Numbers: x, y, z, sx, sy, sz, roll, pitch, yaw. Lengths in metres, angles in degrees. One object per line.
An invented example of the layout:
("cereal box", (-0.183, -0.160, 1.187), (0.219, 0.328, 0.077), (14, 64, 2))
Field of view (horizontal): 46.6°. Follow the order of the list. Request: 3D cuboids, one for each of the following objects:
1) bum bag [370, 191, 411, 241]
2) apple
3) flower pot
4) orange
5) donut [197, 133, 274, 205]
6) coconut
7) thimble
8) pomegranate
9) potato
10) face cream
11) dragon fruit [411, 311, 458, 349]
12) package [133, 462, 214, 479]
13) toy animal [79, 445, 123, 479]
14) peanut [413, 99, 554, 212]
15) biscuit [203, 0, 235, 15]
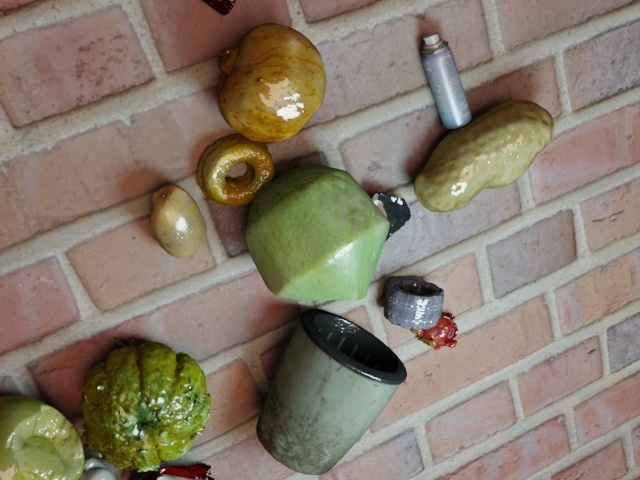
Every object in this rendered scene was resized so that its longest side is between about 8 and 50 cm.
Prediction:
("bum bag", (0.093, 0.004, 1.832), (0.310, 0.074, 0.137), (-48, 121, 3))
("apple", (-0.657, 0.476, 1.601), (0.279, 0.279, 0.279), (-7, 111, -19))
("flower pot", (0.010, 0.382, 1.815), (0.293, 0.293, 0.330), (23, 103, -27))
("orange", (-0.403, 0.385, 1.689), (0.300, 0.223, 0.301), (29, 96, -22))
("donut", (-0.185, -0.151, 1.668), (0.178, 0.065, 0.162), (-26, 116, -12))
("coconut", (0.000, 0.000, 1.658), (0.328, 0.281, 0.329), (9, 62, -17))
("thimble", (0.237, 0.160, 1.905), (0.150, 0.150, 0.098), (0, 110, -22))
("pomegranate", (-0.108, -0.328, 1.552), (0.248, 0.248, 0.248), (-7, 111, -19))
("potato", (-0.315, -0.039, 1.635), (0.109, 0.118, 0.178), (-5, 131, 17))
("face cream", (0.296, -0.383, 1.772), (0.075, 0.075, 0.229), (-28, 116, -10))
("dragon fruit", (0.326, 0.247, 2.013), (0.126, 0.068, 0.112), (33, 94, -29))
("package", (-0.352, 0.563, 1.763), (0.194, 0.269, 0.071), (-1, 85, -15))
("toy animal", (-0.516, 0.583, 1.735), (0.127, 0.193, 0.178), (-39, 127, -3))
("peanut", (0.400, -0.204, 1.828), (0.387, 0.169, 0.192), (-31, 126, -4))
("biscuit", (-0.188, -0.598, 1.511), (0.151, 0.063, 0.235), (29, 92, -39))
